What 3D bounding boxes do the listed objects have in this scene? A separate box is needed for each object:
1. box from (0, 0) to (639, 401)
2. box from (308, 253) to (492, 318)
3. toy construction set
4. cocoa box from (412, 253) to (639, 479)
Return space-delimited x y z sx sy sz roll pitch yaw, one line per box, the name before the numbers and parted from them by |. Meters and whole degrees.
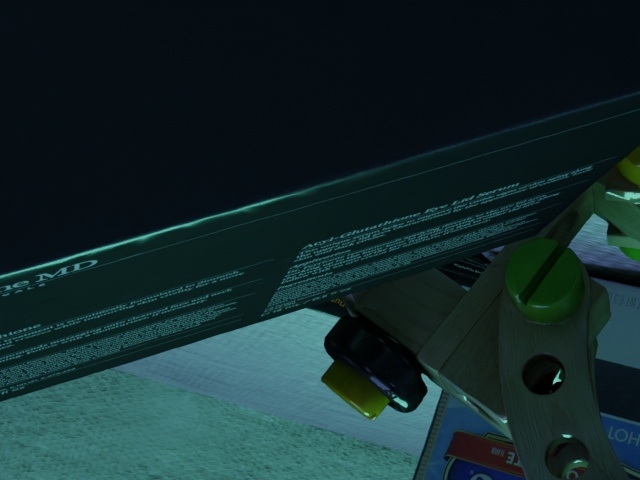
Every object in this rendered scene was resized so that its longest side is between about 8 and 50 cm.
box | -0.027 -0.035 0.446 0.261 0.103 0.184 -16 170 -16
box | 0.000 0.000 0.841 0.220 0.051 0.175 17 -169 -19
toy construction set | 0.137 0.019 0.693 0.237 0.257 0.309 28 -168 28
cocoa box | 0.274 0.181 0.994 0.347 0.228 0.231 13 167 29
